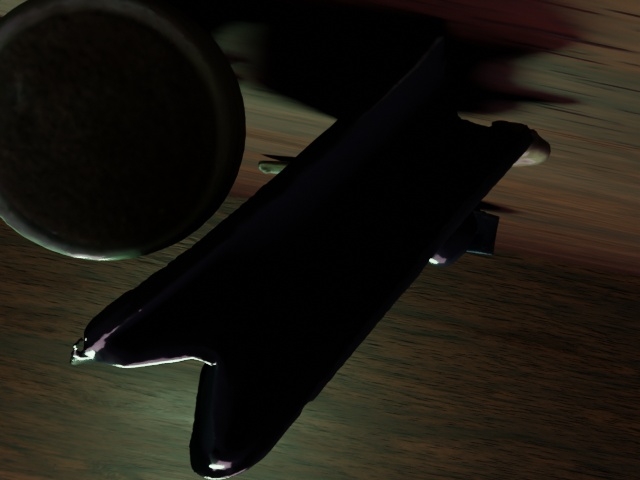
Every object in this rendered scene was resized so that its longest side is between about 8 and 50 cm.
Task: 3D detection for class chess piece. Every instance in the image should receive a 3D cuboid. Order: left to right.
[{"bbox_3d":[-0.108,-0.077,0.455,0.139,0.139,0.271,11,-170,-2],"label":"chess piece"}]

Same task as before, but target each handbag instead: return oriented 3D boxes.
[{"bbox_3d":[0.000,0.000,0.457,0.118,0.269,0.326,47,176,-6],"label":"handbag"}]

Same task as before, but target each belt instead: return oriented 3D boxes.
[{"bbox_3d":[0.206,-0.025,1.113,0.190,0.082,0.141,8,-176,-33],"label":"belt"}]

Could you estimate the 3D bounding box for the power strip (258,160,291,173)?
[{"bbox_3d":[0.038,-0.068,1.007,0.213,0.064,0.198,11,179,43],"label":"power strip"}]
